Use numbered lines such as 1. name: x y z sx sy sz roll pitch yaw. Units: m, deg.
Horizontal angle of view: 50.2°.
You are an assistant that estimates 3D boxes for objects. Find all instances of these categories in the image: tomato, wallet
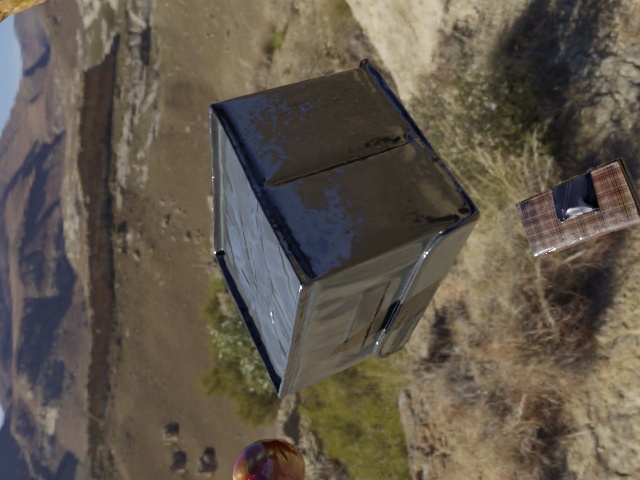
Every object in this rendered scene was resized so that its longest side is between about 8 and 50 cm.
1. tomato: -0.061 0.282 0.817 0.075 0.087 0.087 -91 15 -59
2. wallet: 0.477 -0.056 1.268 0.230 0.042 0.124 -29 77 51

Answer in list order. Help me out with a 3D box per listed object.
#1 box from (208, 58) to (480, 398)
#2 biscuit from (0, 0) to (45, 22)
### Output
1. box: 0.001 0.000 0.845 0.251 0.204 0.345 61 159 26
2. biscuit: -0.295 -0.275 0.592 0.208 0.290 0.041 50 180 14
